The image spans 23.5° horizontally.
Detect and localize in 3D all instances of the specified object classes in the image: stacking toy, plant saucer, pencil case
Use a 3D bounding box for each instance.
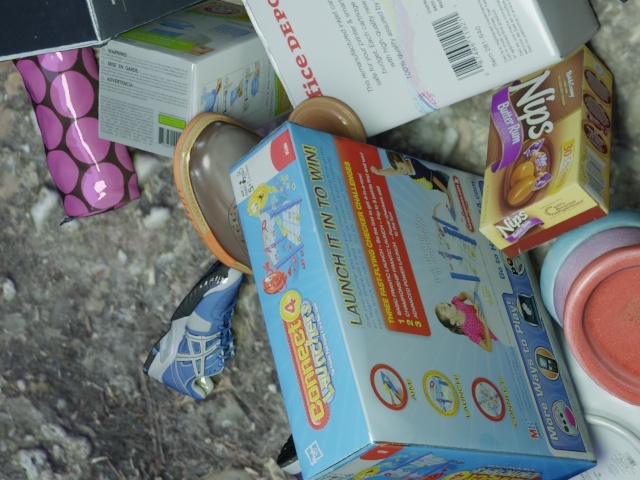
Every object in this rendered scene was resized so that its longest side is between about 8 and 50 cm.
[{"bbox_3d":[0.367,0.012,1.389,0.279,0.130,0.309,35,105,-20],"label":"stacking toy"},{"bbox_3d":[0.004,-0.097,1.474,0.083,0.013,0.083,13,119,24],"label":"plant saucer"},{"bbox_3d":[-0.277,-0.128,1.715,0.098,0.095,0.209,-3,107,47],"label":"pencil case"}]

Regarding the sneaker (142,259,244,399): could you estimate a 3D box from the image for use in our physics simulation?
[{"bbox_3d":[-0.125,0.098,1.734,0.081,0.080,0.211,36,133,5],"label":"sneaker"}]

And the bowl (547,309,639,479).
[{"bbox_3d":[0.285,0.209,1.509,0.298,0.134,0.298,12,116,25],"label":"bowl"}]

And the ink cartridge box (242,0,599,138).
[{"bbox_3d":[0.087,-0.227,1.449,0.278,0.117,0.201,-20,101,34],"label":"ink cartridge box"}]

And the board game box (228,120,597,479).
[{"bbox_3d":[0.085,0.069,1.391,0.086,0.302,0.308,-36,57,36],"label":"board game box"}]

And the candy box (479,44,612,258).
[{"bbox_3d":[0.207,-0.083,1.402,0.109,0.187,0.053,-26,127,35],"label":"candy box"}]

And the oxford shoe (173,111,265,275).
[{"bbox_3d":[0.000,0.000,1.505,0.132,0.130,0.363,6,151,46],"label":"oxford shoe"}]

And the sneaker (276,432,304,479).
[{"bbox_3d":[0.089,0.205,1.653,0.124,0.107,0.283,45,129,-11],"label":"sneaker"}]

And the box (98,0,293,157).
[{"bbox_3d":[-0.119,-0.164,1.539,0.114,0.203,0.103,17,116,25],"label":"box"}]

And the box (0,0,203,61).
[{"bbox_3d":[-0.230,-0.371,1.451,0.179,0.312,0.343,-4,107,31],"label":"box"}]

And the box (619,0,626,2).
[{"bbox_3d":[0.252,-0.314,1.234,0.184,0.261,0.103,47,125,4],"label":"box"}]
